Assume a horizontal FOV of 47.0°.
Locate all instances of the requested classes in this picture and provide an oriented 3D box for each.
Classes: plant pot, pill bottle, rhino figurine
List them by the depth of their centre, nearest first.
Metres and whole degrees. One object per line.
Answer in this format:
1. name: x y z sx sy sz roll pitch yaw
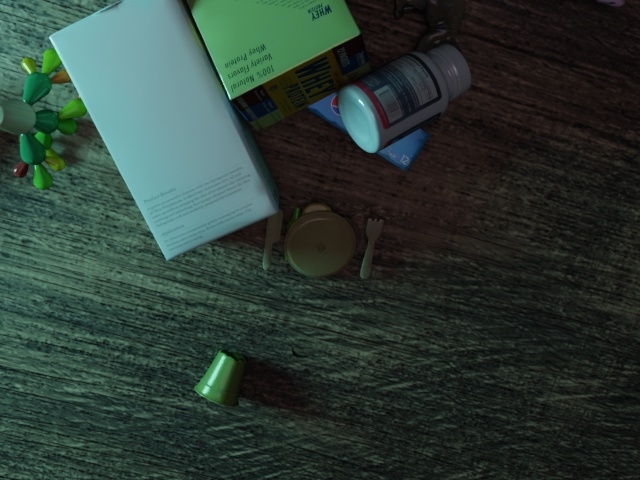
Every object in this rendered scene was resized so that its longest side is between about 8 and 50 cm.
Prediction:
1. pill bottle: 0.126 -0.214 1.083 0.180 0.108 0.108 -30 106 -16
2. rhino figurine: 0.165 -0.368 1.121 0.106 0.073 0.243 -11 107 4
3. plant pot: -0.166 0.236 1.283 0.083 0.083 0.079 24 92 -8

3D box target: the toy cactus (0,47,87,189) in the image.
1. toy cactus: -0.435 -0.188 1.106 0.112 0.180 0.219 21 100 13

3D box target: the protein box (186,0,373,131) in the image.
1. protein box: -0.060 -0.304 1.059 0.200 0.136 0.201 -26 76 6

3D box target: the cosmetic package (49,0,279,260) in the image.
1. cosmetic package: -0.220 -0.181 1.118 0.197 0.155 0.365 -22 105 4

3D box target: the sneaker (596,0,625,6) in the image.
1. sneaker: 0.498 -0.496 1.091 0.131 0.112 0.319 35 105 -28

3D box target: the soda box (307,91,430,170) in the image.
1. soda box: 0.065 -0.198 1.167 0.210 0.067 0.071 31 102 -10

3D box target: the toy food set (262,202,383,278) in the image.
1. toy food set: 0.000 0.000 1.242 0.192 0.038 0.132 7 113 -9
